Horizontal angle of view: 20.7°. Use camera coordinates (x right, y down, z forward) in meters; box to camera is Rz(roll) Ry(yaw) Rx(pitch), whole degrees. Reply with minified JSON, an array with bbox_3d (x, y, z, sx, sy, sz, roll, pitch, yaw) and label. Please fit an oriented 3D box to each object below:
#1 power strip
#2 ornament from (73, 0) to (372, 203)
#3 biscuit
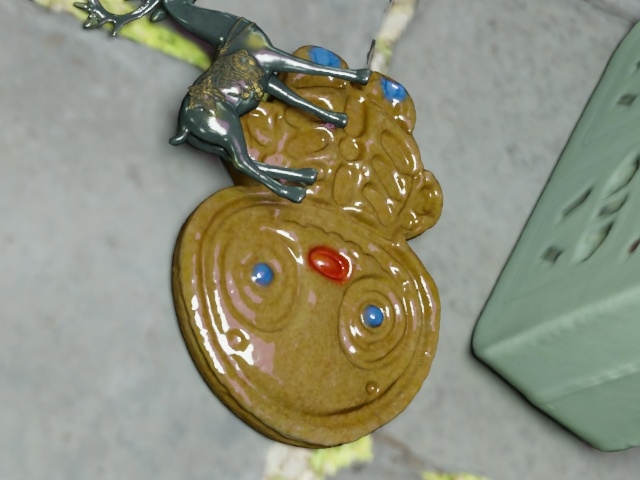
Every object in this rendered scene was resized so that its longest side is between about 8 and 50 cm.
[{"bbox_3d":[0.212,-0.031,0.728,0.141,0.261,0.229,38,59,-14],"label":"power strip"},{"bbox_3d":[-0.047,-0.069,0.711,0.125,0.028,0.073,31,63,0],"label":"ornament"},{"bbox_3d":[0.000,0.000,0.732,0.124,0.026,0.175,20,65,-25],"label":"biscuit"}]
